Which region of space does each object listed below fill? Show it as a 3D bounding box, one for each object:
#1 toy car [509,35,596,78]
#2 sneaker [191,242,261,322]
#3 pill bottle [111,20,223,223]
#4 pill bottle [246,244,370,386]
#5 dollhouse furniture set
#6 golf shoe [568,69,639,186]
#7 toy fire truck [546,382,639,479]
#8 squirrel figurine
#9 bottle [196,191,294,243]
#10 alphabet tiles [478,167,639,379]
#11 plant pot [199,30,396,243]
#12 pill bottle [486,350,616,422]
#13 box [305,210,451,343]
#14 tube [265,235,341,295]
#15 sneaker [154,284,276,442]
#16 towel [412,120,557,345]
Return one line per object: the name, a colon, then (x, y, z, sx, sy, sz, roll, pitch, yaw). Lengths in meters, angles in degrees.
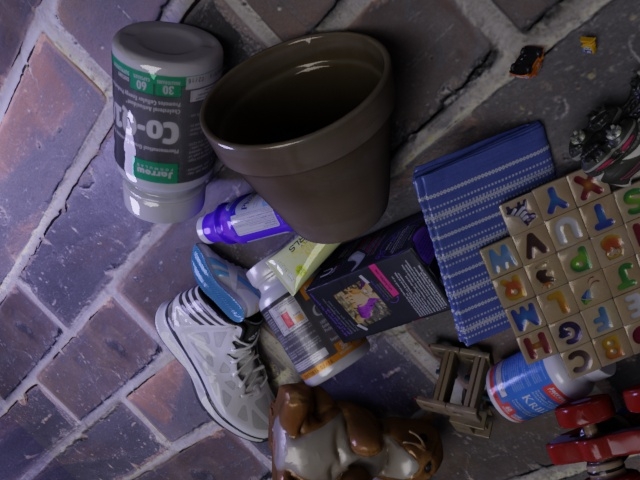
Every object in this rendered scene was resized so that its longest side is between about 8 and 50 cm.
toy car: (0.351, -0.266, 1.002, 0.122, 0.060, 0.040, 4, 154, 36)
sneaker: (-0.221, 0.091, 1.562, 0.229, 0.092, 0.087, 47, 137, 21)
pill bottle: (-0.304, -0.225, 1.315, 0.204, 0.204, 0.361, 24, 130, 15)
pill bottle: (-0.030, 0.154, 1.411, 0.162, 0.162, 0.278, -38, 82, 41)
dollhouse furniture set: (0.294, 0.319, 1.407, 0.129, 0.129, 0.184, 7, 153, 27)
golf shoe: (0.494, -0.188, 0.956, 0.120, 0.105, 0.273, 26, 128, -27)
toy fire truck: (0.566, 0.332, 1.156, 0.302, 0.254, 0.169, -28, 72, 39)
squirrel figurine: (0.075, 0.452, 1.516, 0.370, 0.397, 0.281, 2, 86, -11)
bottle: (-0.141, -0.050, 1.394, 0.283, 0.118, 0.092, -13, 115, 37)
alphabet tiles: (0.435, 0.058, 1.096, 0.285, 0.011, 0.342, -24, 104, 8)
plant pot: (-0.003, -0.155, 1.148, 0.323, 0.323, 0.280, 3, 138, 29)
pill bottle: (0.433, 0.251, 1.253, 0.124, 0.124, 0.221, 45, 132, -3)
box: (0.133, 0.068, 1.279, 0.270, 0.165, 0.143, -24, 108, 40)
tube: (0.000, 0.000, 1.314, 0.240, 0.070, 0.062, -43, 123, 15)
sneaker: (-0.201, 0.298, 1.628, 0.257, 0.169, 0.447, -31, 99, 42)
towel: (0.300, -0.008, 1.122, 0.243, 0.040, 0.336, -23, 112, -8)
